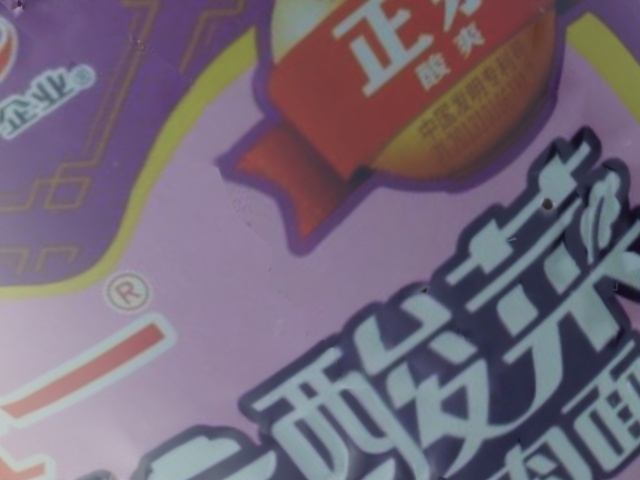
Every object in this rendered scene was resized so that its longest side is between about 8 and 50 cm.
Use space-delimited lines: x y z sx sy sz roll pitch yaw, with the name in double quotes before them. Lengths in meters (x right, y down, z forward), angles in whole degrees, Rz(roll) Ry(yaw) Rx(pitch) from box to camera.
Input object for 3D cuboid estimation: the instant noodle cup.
"instant noodle cup" 0.000 0.000 0.491 0.340 0.266 0.340 -33 -165 10
